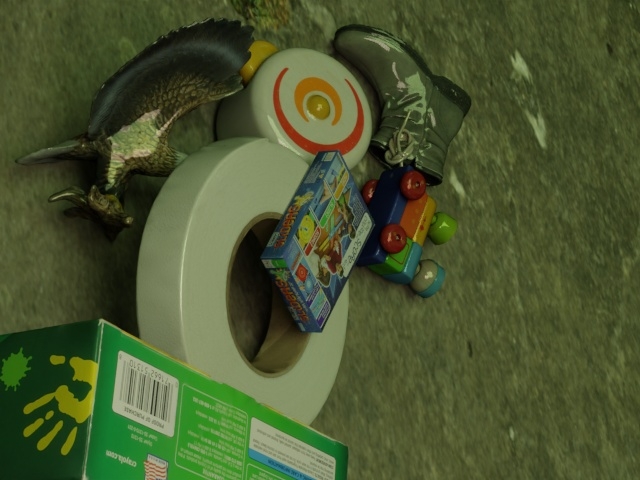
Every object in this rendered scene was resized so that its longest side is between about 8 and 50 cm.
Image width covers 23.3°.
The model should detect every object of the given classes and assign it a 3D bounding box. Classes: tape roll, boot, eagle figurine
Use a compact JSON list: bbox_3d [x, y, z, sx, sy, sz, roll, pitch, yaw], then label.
[{"bbox_3d":[-0.088,0.067,1.946,0.392,0.072,0.392,1,89,-58],"label":"tape roll"},{"bbox_3d":[0.105,-0.198,2.280,0.246,0.083,0.161,33,64,-16],"label":"boot"},{"bbox_3d":[-0.217,-0.147,1.976,0.225,0.226,0.298,35,74,-51],"label":"eagle figurine"}]

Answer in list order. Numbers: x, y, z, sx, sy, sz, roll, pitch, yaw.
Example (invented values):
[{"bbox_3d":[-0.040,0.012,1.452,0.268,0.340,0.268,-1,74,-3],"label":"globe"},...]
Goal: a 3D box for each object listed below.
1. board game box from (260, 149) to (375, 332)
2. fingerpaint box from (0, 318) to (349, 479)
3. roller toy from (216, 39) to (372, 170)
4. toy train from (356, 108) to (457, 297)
[{"bbox_3d":[0.000,0.000,1.990,0.136,0.035,0.201,63,39,-35],"label":"board game box"},{"bbox_3d":[-0.242,0.248,1.613,0.445,0.371,0.163,36,52,-51],"label":"fingerpaint box"},{"bbox_3d":[-0.033,-0.163,2.135,0.191,0.146,0.209,8,68,-30],"label":"roller toy"},{"bbox_3d":[0.141,-0.050,2.223,0.143,0.105,0.248,35,64,-29],"label":"toy train"}]
